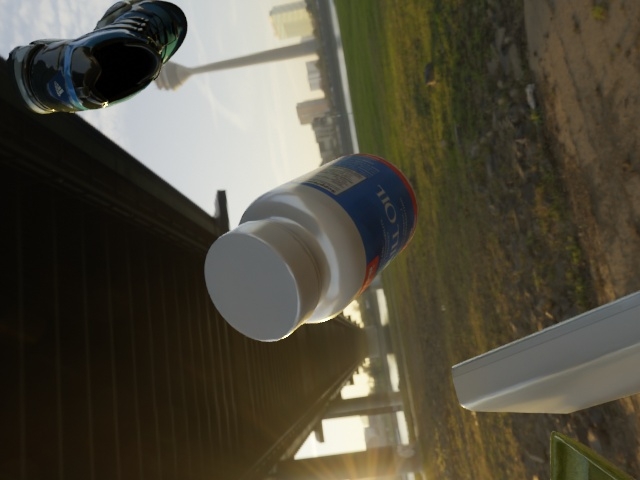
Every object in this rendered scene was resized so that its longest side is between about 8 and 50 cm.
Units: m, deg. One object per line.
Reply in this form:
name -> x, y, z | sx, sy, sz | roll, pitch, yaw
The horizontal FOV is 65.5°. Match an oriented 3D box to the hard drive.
hard drive -> 0.323, 0.078, 0.425 | 0.232, 0.353, 0.047 | 17, -131, -39

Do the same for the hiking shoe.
hiking shoe -> -0.257, -0.248, 0.682 | 0.304, 0.131, 0.113 | -59, -26, -43

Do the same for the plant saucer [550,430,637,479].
plant saucer -> 0.327, 0.325, 0.522 | 0.188, 0.045, 0.189 | -149, 52, -71

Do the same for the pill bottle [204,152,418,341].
pill bottle -> 0.000, 0.000, 0.462 | 0.221, 0.124, 0.125 | -36, -59, -53
